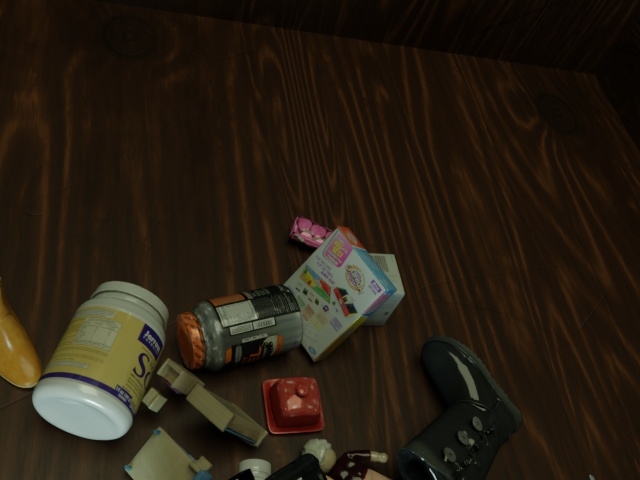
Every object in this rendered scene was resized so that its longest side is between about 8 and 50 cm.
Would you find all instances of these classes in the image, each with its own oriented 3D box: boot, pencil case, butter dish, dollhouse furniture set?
[{"bbox_3d":[0.328,0.487,1.875,0.367,0.146,0.445,44,41,15],"label":"boot"},{"bbox_3d":[0.000,0.000,2.229,0.209,0.095,0.098,22,14,0],"label":"pencil case"},{"bbox_3d":[-0.062,0.423,1.849,0.160,0.118,0.160,2,53,-19],"label":"butter dish"},{"bbox_3d":[-0.783,0.207,1.690,0.104,0.211,0.295,-30,68,-35],"label":"boot"},{"bbox_3d":[-0.338,0.514,1.711,0.286,0.198,0.303,31,78,33],"label":"dollhouse furniture set"}]

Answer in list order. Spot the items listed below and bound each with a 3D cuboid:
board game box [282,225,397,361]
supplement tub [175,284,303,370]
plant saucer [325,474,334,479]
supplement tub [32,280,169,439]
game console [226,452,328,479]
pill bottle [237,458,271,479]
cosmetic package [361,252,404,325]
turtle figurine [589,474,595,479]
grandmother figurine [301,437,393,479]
[{"bbox_3d":[0.031,0.154,1.976,0.242,0.316,0.064,53,23,22],"label":"board game box"},{"bbox_3d":[-0.221,0.241,1.885,0.315,0.194,0.194,-11,57,-27],"label":"supplement tub"},{"bbox_3d":[-0.022,0.656,1.649,0.199,0.037,0.200,11,50,-14],"label":"plant saucer"},{"bbox_3d":[-0.526,0.291,1.699,0.240,0.241,0.331,20,49,-5],"label":"supplement tub"},{"bbox_3d":[-0.094,0.595,1.542,0.361,0.044,0.213,-11,74,-55],"label":"game console"},{"bbox_3d":[-0.156,0.611,1.585,0.108,0.108,0.194,10,50,-13],"label":"pill bottle"},{"bbox_3d":[0.141,0.150,2.098,0.151,0.184,0.152,3,52,-19],"label":"cosmetic package"},{"bbox_3d":[0.739,0.813,1.761,0.266,0.198,0.275,38,90,-11],"label":"turtle figurine"},{"bbox_3d":[0.098,0.625,1.766,0.342,0.104,0.208,32,41,10],"label":"grandmother figurine"}]
